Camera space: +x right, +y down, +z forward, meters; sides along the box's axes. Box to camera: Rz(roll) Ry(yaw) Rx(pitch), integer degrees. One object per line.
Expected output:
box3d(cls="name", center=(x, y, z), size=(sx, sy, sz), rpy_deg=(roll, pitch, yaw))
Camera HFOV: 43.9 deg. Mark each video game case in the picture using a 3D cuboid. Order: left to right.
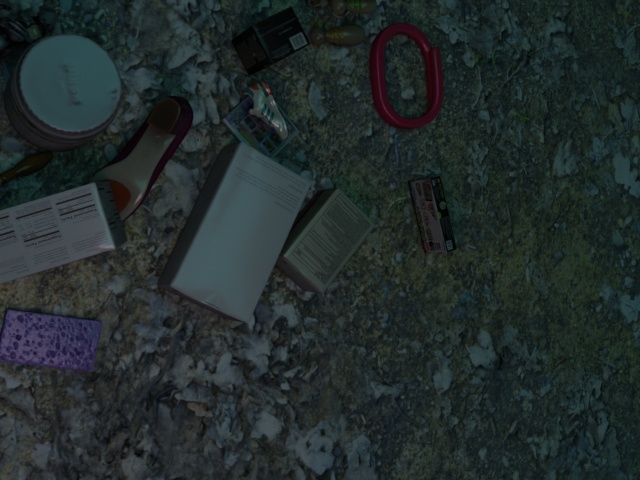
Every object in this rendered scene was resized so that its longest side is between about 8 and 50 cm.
box3d(cls="video game case", center=(-0.150, -0.290, 2.013), size=(0.143, 0.019, 0.157), rpy_deg=(-46, 108, -19))

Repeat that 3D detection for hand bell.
box3d(cls="hand bell", center=(-0.687, -0.133, 1.725), size=(0.242, 0.126, 0.126), rpy_deg=(-35, 104, -34))

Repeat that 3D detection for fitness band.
box3d(cls="fitness band", center=(0.236, -0.452, 2.183), size=(0.208, 0.054, 0.291), rpy_deg=(-5, 91, -23))

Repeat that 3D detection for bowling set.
box3d(cls="bowling set", center=(0.060, -0.652, 2.025), size=(0.154, 0.200, 0.287), rpy_deg=(-8, 89, -24))

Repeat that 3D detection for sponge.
box3d(cls="sponge", center=(-0.607, 0.224, 1.782), size=(0.210, 0.031, 0.117), rpy_deg=(12, 85, -25))

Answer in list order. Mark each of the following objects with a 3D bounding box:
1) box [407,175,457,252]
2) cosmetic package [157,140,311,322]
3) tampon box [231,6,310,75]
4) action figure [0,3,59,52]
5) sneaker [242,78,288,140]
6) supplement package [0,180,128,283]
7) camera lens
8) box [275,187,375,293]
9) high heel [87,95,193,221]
box3d(cls="box", center=(0.305, -0.070, 2.173), size=(0.036, 0.114, 0.207), rpy_deg=(-17, 97, -25))
box3d(cls="cosmetic package", center=(-0.207, -0.017, 1.909), size=(0.217, 0.156, 0.385), rpy_deg=(31, 78, -22))
box3d(cls="tampon box", center=(-0.124, -0.486, 1.948), size=(0.120, 0.161, 0.101), rpy_deg=(-32, 103, -21))
box3d(cls="action figure", center=(-0.677, -0.424, 1.684), size=(0.285, 0.185, 0.099), rpy_deg=(-35, 109, -11))
box3d(cls="sneaker", center=(-0.139, -0.317, 1.984), size=(0.075, 0.057, 0.161), rpy_deg=(-26, 103, -6))
box3d(cls="supplement package", center=(-0.563, -0.019, 1.672), size=(0.261, 0.204, 0.145), rpy_deg=(-17, 96, -5))
box3d(cls="camera lens", center=(-0.546, -0.308, 1.682), size=(0.219, 0.274, 0.220), rpy_deg=(0, 89, -25))
box3d(cls="box", center=(0.000, 0.000, 2.020), size=(0.148, 0.127, 0.232), rpy_deg=(45, 72, -19))
box3d(cls="high heel", center=(-0.420, -0.171, 1.860), size=(0.127, 0.181, 0.377), rpy_deg=(39, 95, -4))
